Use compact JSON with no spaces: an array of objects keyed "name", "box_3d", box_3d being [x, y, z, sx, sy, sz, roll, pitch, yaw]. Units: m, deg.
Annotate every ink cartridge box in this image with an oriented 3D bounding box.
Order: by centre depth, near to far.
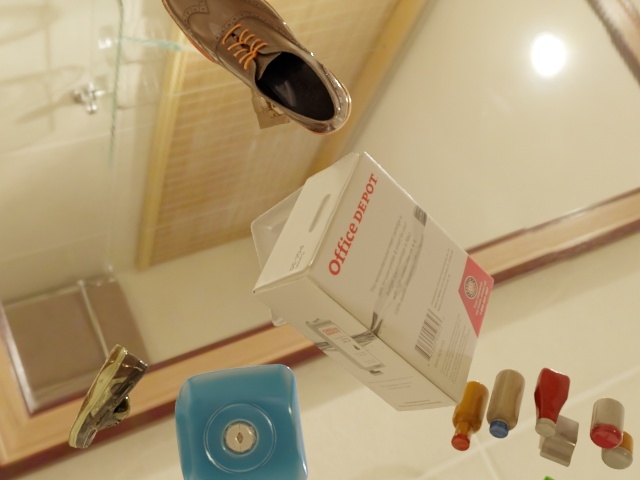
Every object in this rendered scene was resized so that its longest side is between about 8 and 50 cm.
[{"name":"ink cartridge box","box_3d":[0.078,0.057,1.044,0.283,0.207,0.117,42,-37,-24]}]

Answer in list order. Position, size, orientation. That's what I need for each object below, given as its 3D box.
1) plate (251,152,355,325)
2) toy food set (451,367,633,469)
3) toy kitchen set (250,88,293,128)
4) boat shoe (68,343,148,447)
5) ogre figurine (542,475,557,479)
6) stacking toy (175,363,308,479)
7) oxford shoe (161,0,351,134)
[{"name":"plate","box_3d":[0.000,0.000,1.578,0.045,0.278,0.277,37,27,-43]},{"name":"toy food set","box_3d":[0.289,0.242,1.030,0.232,0.104,0.111,21,-51,9]},{"name":"toy kitchen set","box_3d":[-0.077,-0.260,1.514,0.075,0.068,0.083,-6,-76,37]},{"name":"boat shoe","box_3d":[-0.232,0.180,0.884,0.049,0.056,0.152,28,-57,-4]},{"name":"ogre figurine","box_3d":[0.333,0.376,1.077,0.118,0.197,0.097,19,-72,58]},{"name":"stacking toy","box_3d":[-0.114,0.258,1.190,0.302,0.165,0.175,157,-75,-86]},{"name":"oxford shoe","box_3d":[-0.100,-0.302,1.246,0.363,0.130,0.133,37,9,-2]}]
